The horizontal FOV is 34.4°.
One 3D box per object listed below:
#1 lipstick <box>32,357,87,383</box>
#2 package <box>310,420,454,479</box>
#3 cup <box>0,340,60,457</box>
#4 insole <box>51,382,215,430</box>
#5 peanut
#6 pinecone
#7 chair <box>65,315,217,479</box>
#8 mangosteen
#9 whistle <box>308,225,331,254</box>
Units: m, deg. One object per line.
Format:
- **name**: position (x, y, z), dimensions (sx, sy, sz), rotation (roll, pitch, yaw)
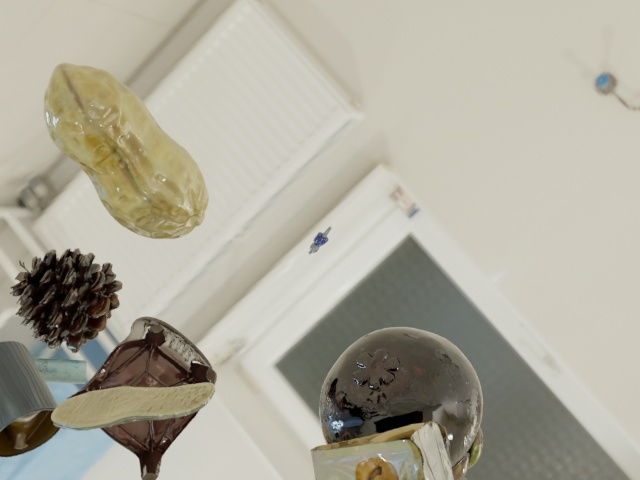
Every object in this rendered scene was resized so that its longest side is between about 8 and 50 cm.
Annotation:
- **lipstick**: position (-0.537, 0.253, 2.017), dimensions (0.157, 0.048, 0.048), rotation (5, 149, -14)
- **package**: position (0.135, 0.436, 1.542), dimensions (0.221, 0.311, 0.165), rotation (-18, 173, 39)
- **cup**: position (-0.477, 0.237, 1.536), dimensions (0.150, 0.138, 0.113), rotation (-12, 143, -37)
- **insole**: position (-0.239, 0.204, 1.289), dimensions (0.247, 0.011, 0.081), rotation (-10, -155, 27)
- **peanut**: position (-0.259, -0.115, 1.376), dimensions (0.147, 0.147, 0.305), rotation (-39, 125, -8)
- **pinecone**: position (-0.522, 0.113, 2.095), dimensions (0.221, 0.221, 0.221), rotation (-38, 166, -11)
- **chair**: position (-0.263, 0.225, 1.587), dimensions (0.183, 0.175, 0.326), rotation (-50, -177, -8)
- **mangosteen**: position (0.153, 0.298, 1.838), dimensions (0.297, 0.297, 0.313), rotation (-45, 149, 17)
- **whistle**: position (0.000, 0.000, 2.322), dimensions (0.083, 0.029, 0.033), rotation (-51, 175, 25)
